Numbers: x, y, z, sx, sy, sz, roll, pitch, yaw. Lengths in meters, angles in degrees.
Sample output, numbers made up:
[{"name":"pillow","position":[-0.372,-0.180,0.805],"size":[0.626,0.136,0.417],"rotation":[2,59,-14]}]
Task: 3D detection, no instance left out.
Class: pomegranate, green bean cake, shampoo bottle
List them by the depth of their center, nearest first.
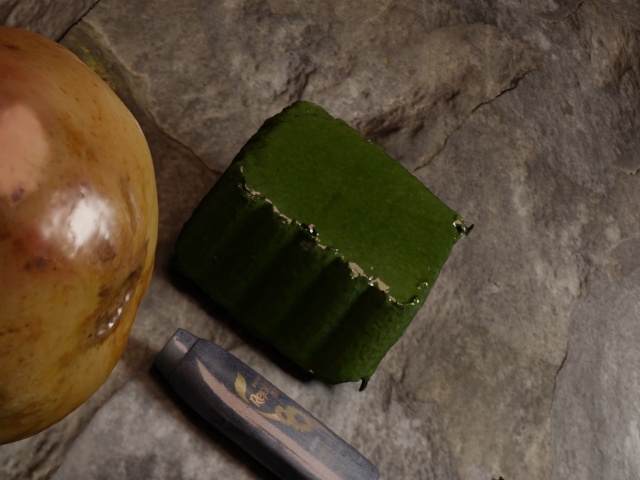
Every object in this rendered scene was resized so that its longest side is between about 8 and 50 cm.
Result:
[{"name":"pomegranate","position":[-0.290,-0.011,1.319],"size":[0.338,0.338,0.338],"rotation":[27,32,-19]},{"name":"shampoo bottle","position":[-0.052,0.168,1.613],"size":[0.233,0.049,0.087],"rotation":[38,28,0]},{"name":"green bean cake","position":[0.000,0.000,1.792],"size":[0.247,0.156,0.250],"rotation":[36,30,-2]}]

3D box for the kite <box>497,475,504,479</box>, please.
[{"name":"kite","position":[0.207,0.341,1.693],"size":[0.152,0.015,0.285],"rotation":[32,31,-12]}]
